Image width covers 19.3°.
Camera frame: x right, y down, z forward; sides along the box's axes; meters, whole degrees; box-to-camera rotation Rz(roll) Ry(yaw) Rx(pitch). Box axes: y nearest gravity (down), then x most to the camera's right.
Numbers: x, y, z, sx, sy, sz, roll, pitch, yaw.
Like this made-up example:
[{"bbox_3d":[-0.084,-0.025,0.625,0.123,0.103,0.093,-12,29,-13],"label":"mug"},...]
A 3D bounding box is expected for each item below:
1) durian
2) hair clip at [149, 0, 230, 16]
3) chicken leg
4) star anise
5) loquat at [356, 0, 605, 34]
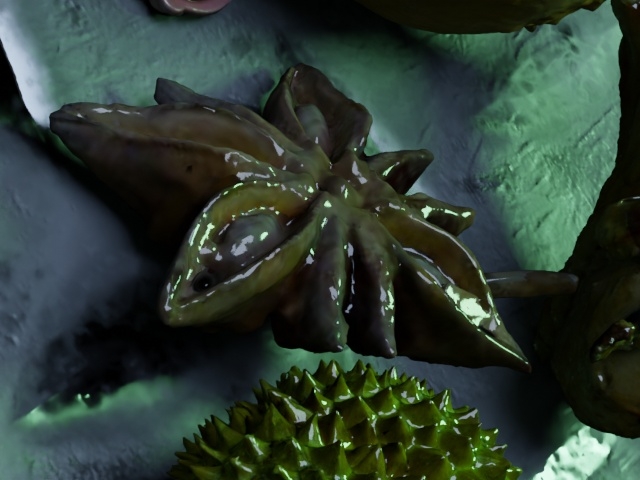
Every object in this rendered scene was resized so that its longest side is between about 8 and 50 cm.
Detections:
[{"bbox_3d":[0.013,0.170,1.090,0.237,0.176,0.200,-10,55,-33],"label":"durian"},{"bbox_3d":[-0.104,-0.226,1.296,0.123,0.102,0.138,1,100,-40],"label":"hair clip"},{"bbox_3d":[0.246,-0.012,1.381,0.140,0.211,0.361,12,55,1],"label":"chicken leg"},{"bbox_3d":[0.000,-0.003,1.196,0.349,0.109,0.292,-20,68,-49],"label":"star anise"},{"bbox_3d":[0.116,-0.301,1.327,0.328,0.328,0.328,21,55,-33],"label":"loquat"}]
